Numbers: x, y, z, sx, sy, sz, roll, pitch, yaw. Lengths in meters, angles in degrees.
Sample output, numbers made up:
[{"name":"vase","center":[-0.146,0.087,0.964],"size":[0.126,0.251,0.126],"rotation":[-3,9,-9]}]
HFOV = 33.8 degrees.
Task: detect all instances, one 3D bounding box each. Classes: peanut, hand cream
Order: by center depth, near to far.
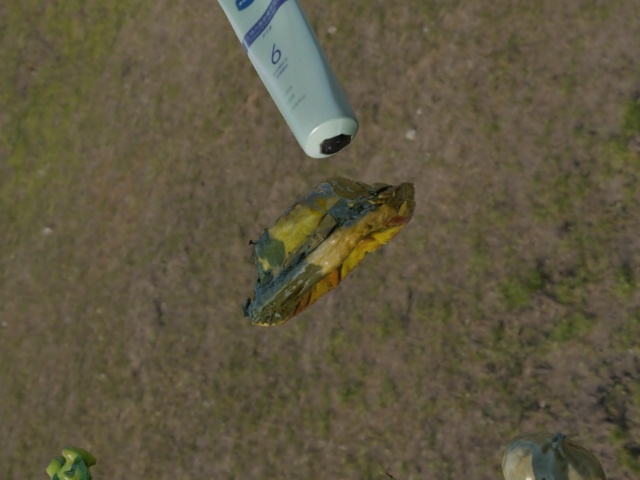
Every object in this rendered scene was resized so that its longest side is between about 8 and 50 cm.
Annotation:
[{"name":"hand cream","center":[-0.044,-0.230,1.243],"size":[0.109,0.067,0.321],"rotation":[-48,54,34]},{"name":"peanut","center":[0.348,0.357,1.497],"size":[0.129,0.224,0.129],"rotation":[-31,24,16]}]

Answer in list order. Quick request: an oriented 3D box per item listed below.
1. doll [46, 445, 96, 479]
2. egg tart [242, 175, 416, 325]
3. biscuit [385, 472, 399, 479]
[{"name":"doll","center":[-0.334,0.392,1.076],"size":[0.346,0.099,0.341],"rotation":[-44,34,4]},{"name":"egg tart","center":[0.000,0.000,1.425],"size":[0.116,0.294,0.295],"rotation":[51,130,9]},{"name":"biscuit","center":[0.182,0.372,1.281],"size":[0.026,0.292,0.048],"rotation":[-50,22,-11]}]
